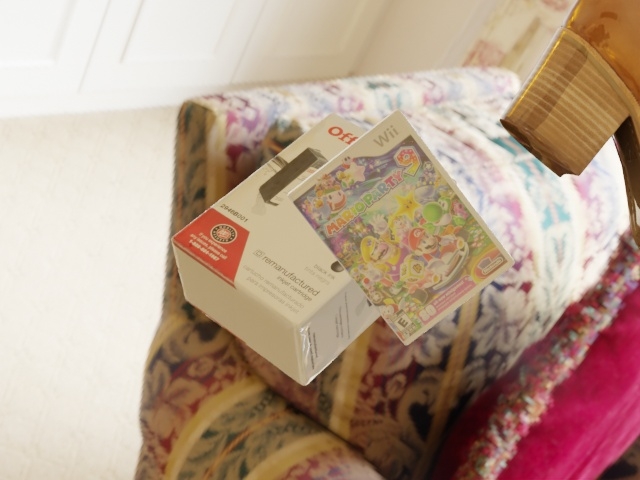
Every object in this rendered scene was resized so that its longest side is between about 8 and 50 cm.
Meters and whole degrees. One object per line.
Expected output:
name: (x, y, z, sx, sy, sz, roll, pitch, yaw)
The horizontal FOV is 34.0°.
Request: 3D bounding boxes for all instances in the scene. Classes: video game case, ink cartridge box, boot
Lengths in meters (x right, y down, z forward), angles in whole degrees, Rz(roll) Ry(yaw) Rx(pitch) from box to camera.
video game case: (0.050, -0.007, 0.650, 0.122, 0.087, 0.011, 52, 5, -9)
ink cartridge box: (0.000, 0.000, 1.194, 0.197, 0.114, 0.273, 32, 57, 29)
boot: (0.293, -0.087, 0.744, 0.283, 0.220, 0.109, 40, 3, -3)
